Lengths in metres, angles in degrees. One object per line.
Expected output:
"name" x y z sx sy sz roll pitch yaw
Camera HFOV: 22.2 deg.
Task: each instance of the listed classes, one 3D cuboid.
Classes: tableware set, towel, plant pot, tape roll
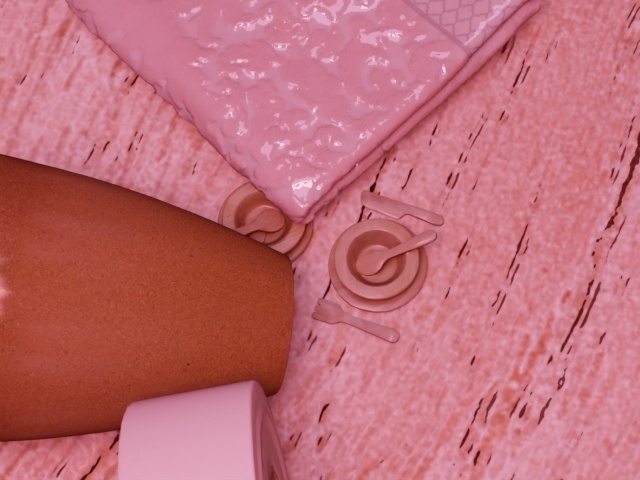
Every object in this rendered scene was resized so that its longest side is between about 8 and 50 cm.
"tableware set" 0.000 0.000 1.436 0.194 0.039 0.128 19 73 8
"towel" -0.017 -0.221 1.491 0.317 0.053 0.332 -42 68 -11
"plant pot" -0.156 0.057 1.342 0.254 0.237 0.237 5 71 -9
"tape roll" -0.071 0.251 1.221 0.100 0.286 0.286 -9 71 3
